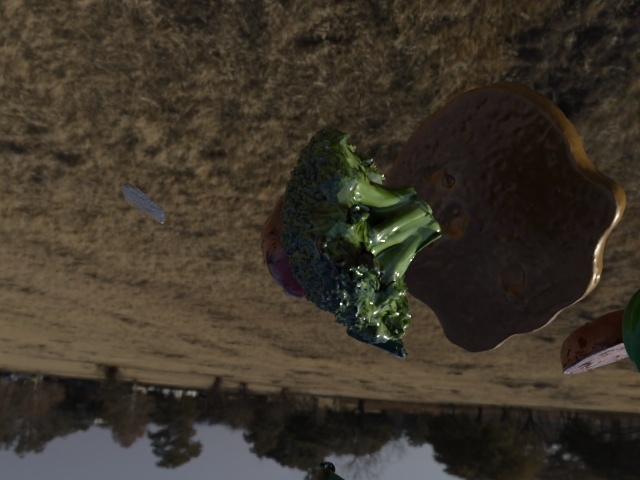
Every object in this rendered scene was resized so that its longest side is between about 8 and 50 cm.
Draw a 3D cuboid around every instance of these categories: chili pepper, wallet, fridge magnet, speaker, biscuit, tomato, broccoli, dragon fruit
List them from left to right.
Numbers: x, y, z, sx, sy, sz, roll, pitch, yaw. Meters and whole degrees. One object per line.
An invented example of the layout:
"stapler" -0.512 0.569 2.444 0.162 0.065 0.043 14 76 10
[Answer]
"wallet" -0.442 -0.093 1.442 0.124 0.031 0.183 37 165 -8
"dragon fruit" 0.000 0.000 1.405 0.296 0.295 0.301 13 127 -28
"speaker" 0.018 0.534 1.262 0.075 0.060 0.094 39 177 -11
"broccoli" 0.042 -0.002 0.669 0.226 0.176 0.198 41 -170 13
"chili pepper" 0.186 0.318 1.840 0.216 0.062 0.108 19 158 20
"biscuit" 0.256 -0.034 0.896 0.062 0.365 0.385 -15 150 -46
"tomato" 0.602 0.208 1.209 0.225 0.085 0.225 -15 156 -7
"fridge magnet" 0.596 0.153 0.977 0.208 0.207 0.088 12 174 -25
